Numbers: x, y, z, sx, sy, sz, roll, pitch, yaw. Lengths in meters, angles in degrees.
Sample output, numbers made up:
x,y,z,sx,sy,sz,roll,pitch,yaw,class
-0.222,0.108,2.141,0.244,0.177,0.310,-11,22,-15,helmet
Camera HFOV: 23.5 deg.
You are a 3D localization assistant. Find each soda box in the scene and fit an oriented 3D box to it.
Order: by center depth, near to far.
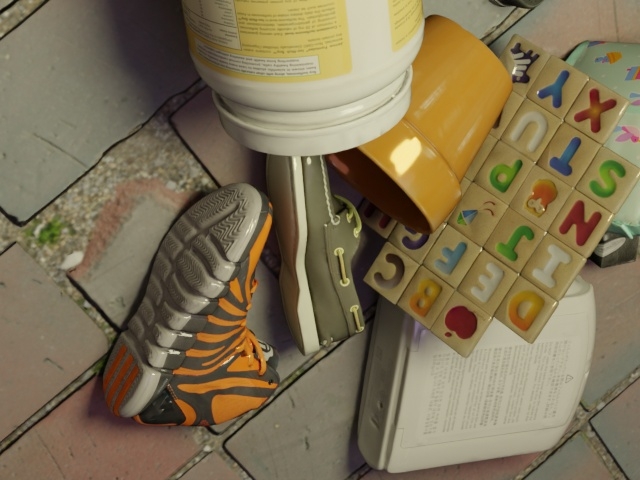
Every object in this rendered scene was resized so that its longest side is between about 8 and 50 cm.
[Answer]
x,y,z,sx,sy,sz,roll,pitch,yaw,class
0.380,-0.052,1.984,0.060,0.053,0.169,-10,118,-22,soda box

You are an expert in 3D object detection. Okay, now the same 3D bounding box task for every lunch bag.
x,y,z,sx,sy,sz,roll,pitch,yaw,class
0.354,-0.109,1.792,0.262,0.223,0.160,-47,130,-30,lunch bag

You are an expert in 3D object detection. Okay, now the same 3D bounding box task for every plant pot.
x,y,z,sx,sy,sz,roll,pitch,yaw,class
0.107,-0.143,1.718,0.188,0.205,0.205,-49,126,-8,plant pot

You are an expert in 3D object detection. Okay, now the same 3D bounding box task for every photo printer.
x,y,z,sx,sy,sz,roll,pitch,yaw,class
0.211,0.161,1.974,0.308,0.107,0.256,-5,117,-26,photo printer

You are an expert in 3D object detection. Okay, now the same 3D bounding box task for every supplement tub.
x,y,z,sx,sy,sz,roll,pitch,yaw,class
-0.023,-0.275,1.505,0.241,0.241,0.331,-20,127,-17,supplement tub

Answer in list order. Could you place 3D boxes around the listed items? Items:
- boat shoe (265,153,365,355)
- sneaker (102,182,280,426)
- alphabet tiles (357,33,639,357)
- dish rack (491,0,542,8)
x,y,z,sx,sy,sz,roll,pitch,yaw,class
-0.002,-0.003,1.782,0.091,0.109,0.305,-15,127,-13,boat shoe
-0.108,0.082,1.779,0.180,0.124,0.321,17,117,-37,sneaker
0.195,-0.052,1.759,0.011,0.285,0.342,16,108,-56,alphabet tiles
0.246,-0.409,1.726,0.208,0.074,0.271,35,94,-37,dish rack
